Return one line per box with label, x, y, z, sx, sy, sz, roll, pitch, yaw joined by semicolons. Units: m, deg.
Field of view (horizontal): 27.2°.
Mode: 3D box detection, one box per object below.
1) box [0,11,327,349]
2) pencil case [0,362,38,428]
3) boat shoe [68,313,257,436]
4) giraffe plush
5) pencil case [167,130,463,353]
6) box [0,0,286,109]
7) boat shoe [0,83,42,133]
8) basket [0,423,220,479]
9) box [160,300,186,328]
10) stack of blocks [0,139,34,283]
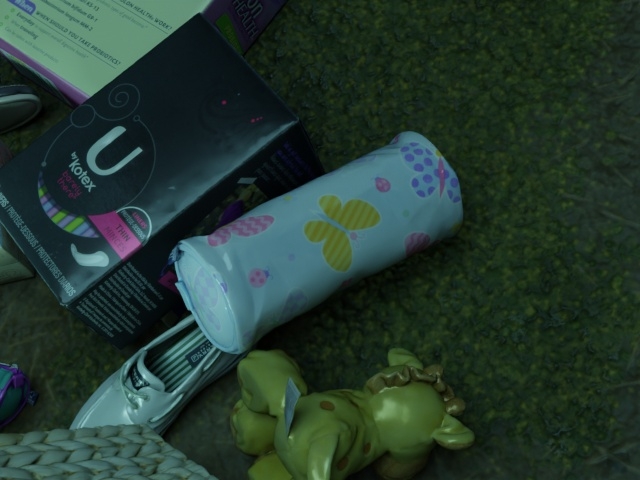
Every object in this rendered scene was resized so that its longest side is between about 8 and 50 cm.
box;-0.154;-0.054;1.254;0.270;0.143;0.165;-40;66;-5
pencil case;-0.357;0.126;1.310;0.151;0.064;0.070;29;93;21
boat shoe;-0.162;0.132;1.256;0.226;0.076;0.083;-43;65;-6
giraffe plush;0.033;0.163;1.164;0.170;0.210;0.181;-10;66;-23
pencil case;0.000;0.000;1.213;0.273;0.124;0.113;-28;88;-20
box;-0.195;-0.246;1.397;0.213;0.117;0.243;33;79;23
boat shoe;-0.400;-0.146;1.426;0.206;0.075;0.065;-13;69;12
basket;-0.196;0.339;0.998;0.266;0.331;0.328;32;101;25
box;-0.131;-0.038;1.342;0.136;0.036;0.225;35;78;23
stack of blocks;-0.456;-0.021;1.379;0.297;0.087;0.171;-12;66;8
